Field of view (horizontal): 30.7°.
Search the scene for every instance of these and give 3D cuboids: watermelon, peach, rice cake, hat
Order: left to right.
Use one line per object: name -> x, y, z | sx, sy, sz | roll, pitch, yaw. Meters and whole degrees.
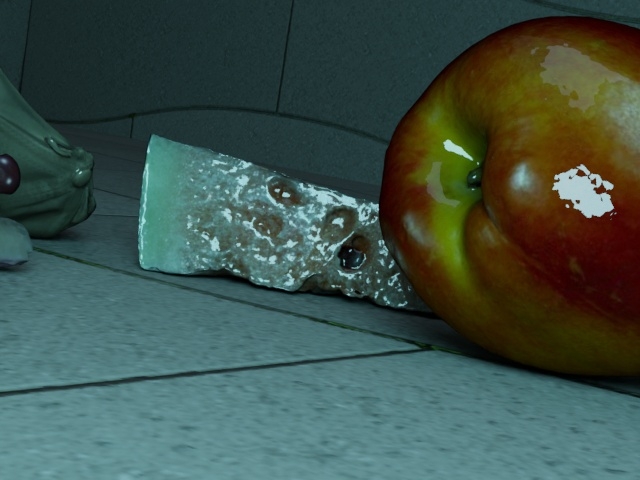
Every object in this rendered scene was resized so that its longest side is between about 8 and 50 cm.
rice cake -> -0.264, -0.013, 0.762 | 0.207, 0.036, 0.047 | 13, 15, 36
hat -> -0.295, -0.056, 0.854 | 0.245, 0.149, 0.214 | -24, -33, -3
watermelon -> -0.003, 0.001, 0.850 | 0.241, 0.094, 0.154 | 12, -3, 18
peach -> 0.159, -0.020, 0.665 | 0.243, 0.199, 0.243 | 18, 10, -3

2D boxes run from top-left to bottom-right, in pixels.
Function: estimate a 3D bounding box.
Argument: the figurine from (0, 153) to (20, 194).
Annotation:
figurine -> -0.323, -0.084, 0.582 | 0.323, 0.196, 0.320 | -9, -24, -39
